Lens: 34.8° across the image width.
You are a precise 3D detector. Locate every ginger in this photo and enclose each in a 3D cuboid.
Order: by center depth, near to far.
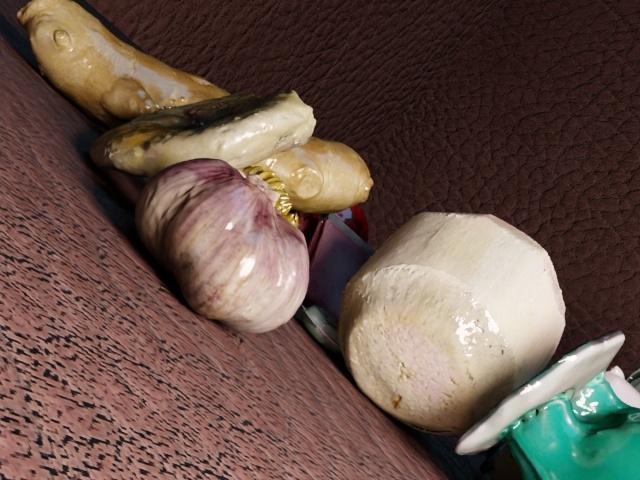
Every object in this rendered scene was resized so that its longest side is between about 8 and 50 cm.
[{"bbox_3d":[-0.142,-0.131,1.152,0.363,0.122,0.348,33,9,23],"label":"ginger"}]

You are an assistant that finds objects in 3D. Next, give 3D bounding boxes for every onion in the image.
[{"bbox_3d":[0.000,0.000,1.320,0.131,0.131,0.131,43,4,-4],"label":"onion"}]

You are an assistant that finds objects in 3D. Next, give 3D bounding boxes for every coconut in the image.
[{"bbox_3d":[0.142,0.074,1.035,0.224,0.224,0.234,45,41,13],"label":"coconut"}]

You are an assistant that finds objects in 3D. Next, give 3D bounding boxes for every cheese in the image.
[{"bbox_3d":[0.015,0.101,1.084,0.120,0.026,0.067,40,5,-48],"label":"cheese"}]

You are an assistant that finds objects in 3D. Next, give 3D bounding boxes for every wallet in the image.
[{"bbox_3d":[0.055,0.073,1.278,0.025,0.119,0.232,-2,-31,41],"label":"wallet"}]

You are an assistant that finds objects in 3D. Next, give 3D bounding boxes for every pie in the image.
[{"bbox_3d":[-0.114,-0.090,0.909,0.218,0.185,0.052,12,-60,53],"label":"pie"}]

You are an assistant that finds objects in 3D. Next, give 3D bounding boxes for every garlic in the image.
[{"bbox_3d":[-0.069,-0.002,0.770,0.147,0.102,0.159,43,4,-30],"label":"garlic"}]

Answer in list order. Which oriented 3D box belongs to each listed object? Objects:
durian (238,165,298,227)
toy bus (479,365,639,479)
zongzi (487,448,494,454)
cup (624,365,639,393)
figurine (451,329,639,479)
[{"bbox_3d":[-0.085,-0.035,0.952,0.224,0.078,0.140,34,-19,40],"label":"durian"},{"bbox_3d":[0.349,0.289,1.097,0.305,0.143,0.179,45,-34,7],"label":"toy bus"},{"bbox_3d":[0.232,0.255,1.395,0.184,0.084,0.187,21,23,-43],"label":"zongzi"},{"bbox_3d":[0.597,0.371,1.633,0.310,0.392,0.401,33,14,-38],"label":"cup"},{"bbox_3d":[0.290,0.265,0.875,0.323,0.231,0.340,-7,54,-49],"label":"figurine"}]
